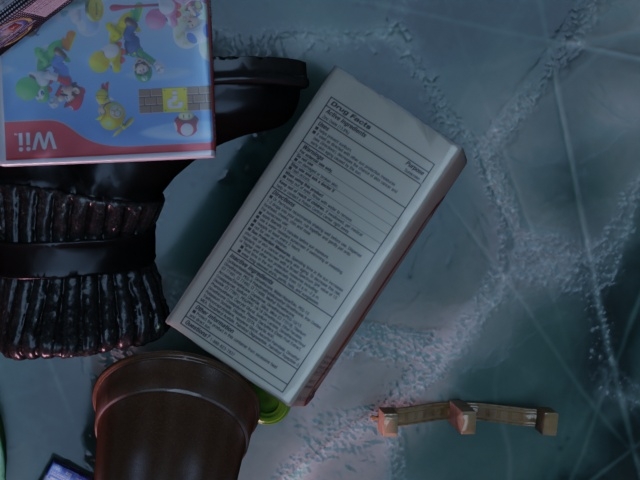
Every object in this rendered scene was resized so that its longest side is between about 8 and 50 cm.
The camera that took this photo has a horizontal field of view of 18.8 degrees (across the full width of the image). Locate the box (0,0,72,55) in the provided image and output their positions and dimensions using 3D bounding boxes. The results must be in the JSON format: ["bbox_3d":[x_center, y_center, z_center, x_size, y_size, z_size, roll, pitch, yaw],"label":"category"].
[{"bbox_3d":[-0.363,-0.252,1.756,0.270,0.060,0.216,-33,78,17],"label":"box"}]

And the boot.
[{"bbox_3d":[-0.163,-0.033,1.858,0.348,0.131,0.260,-11,93,4],"label":"boot"}]

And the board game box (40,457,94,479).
[{"bbox_3d":[-0.252,0.279,1.951,0.090,0.020,0.090,28,95,-11],"label":"board game box"}]

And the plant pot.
[{"bbox_3d":[-0.146,0.221,1.850,0.167,0.165,0.167,2,137,2],"label":"plant pot"}]

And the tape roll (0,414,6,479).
[{"bbox_3d":[-0.469,0.223,1.884,0.321,0.077,0.321,-1,98,-9],"label":"tape roll"}]

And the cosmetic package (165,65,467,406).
[{"bbox_3d":[0.000,0.000,1.868,0.153,0.129,0.296,35,90,9],"label":"cosmetic package"}]

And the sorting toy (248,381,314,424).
[{"bbox_3d":[-0.032,0.142,1.957,0.061,0.042,0.102,39,104,4],"label":"sorting toy"}]

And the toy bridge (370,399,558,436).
[{"bbox_3d":[0.143,0.180,1.971,0.188,0.063,0.026,1,98,-10],"label":"toy bridge"}]

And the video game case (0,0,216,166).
[{"bbox_3d":[-0.202,-0.214,1.774,0.204,0.025,0.285,-2,91,4],"label":"video game case"}]
